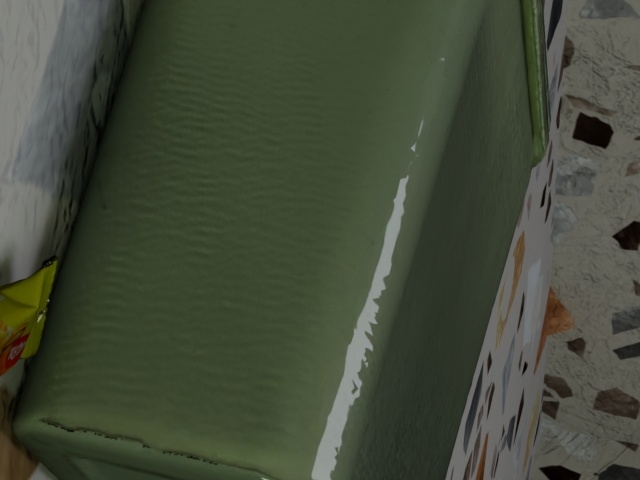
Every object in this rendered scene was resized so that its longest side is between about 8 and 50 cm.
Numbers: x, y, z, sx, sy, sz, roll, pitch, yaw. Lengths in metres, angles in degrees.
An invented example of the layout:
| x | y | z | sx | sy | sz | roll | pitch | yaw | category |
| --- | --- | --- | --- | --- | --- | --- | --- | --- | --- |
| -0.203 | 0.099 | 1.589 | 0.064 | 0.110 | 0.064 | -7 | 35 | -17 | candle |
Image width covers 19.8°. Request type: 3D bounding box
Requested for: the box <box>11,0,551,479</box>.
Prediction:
| x | y | z | sx | sy | sz | roll | pitch | yaw | category |
| --- | --- | --- | --- | --- | --- | --- | --- | --- | --- |
| 0.000 | 0.000 | 0.964 | 0.352 | 0.177 | 0.343 | 71 | 32 | -66 | box |

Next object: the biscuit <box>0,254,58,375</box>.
| x | y | z | sx | sy | sz | roll | pitch | yaw | category |
| --- | --- | --- | --- | --- | --- | --- | --- | --- | --- |
| -0.158 | 0.066 | 0.650 | 0.048 | 0.026 | 0.292 | -64 | 173 | 22 | biscuit |
